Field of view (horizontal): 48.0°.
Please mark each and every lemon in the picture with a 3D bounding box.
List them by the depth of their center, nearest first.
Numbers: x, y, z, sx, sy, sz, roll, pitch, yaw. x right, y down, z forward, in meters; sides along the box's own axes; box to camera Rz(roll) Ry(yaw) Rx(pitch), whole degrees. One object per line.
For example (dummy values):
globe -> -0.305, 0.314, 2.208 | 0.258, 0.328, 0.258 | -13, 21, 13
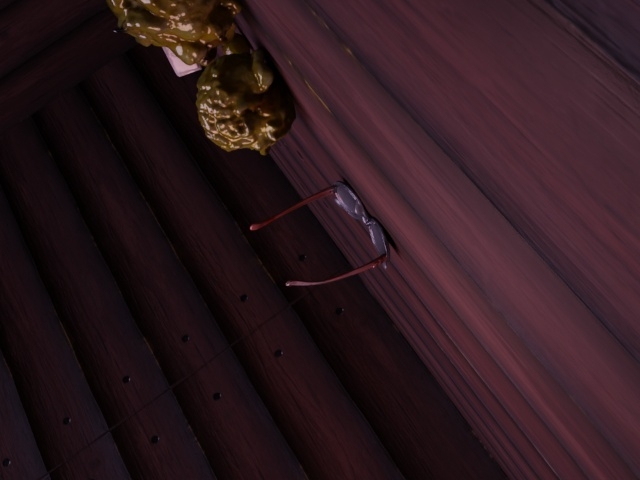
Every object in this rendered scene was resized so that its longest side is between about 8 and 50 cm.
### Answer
lemon -> -0.194, -0.442, 1.658 | 0.083, 0.062, 0.062 | 58, 177, -20

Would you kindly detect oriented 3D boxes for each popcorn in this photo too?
popcorn -> -0.273, -0.455, 1.368 | 0.252, 0.215, 0.286 | 18, -176, -1
popcorn -> -0.156, -0.293, 1.546 | 0.235, 0.217, 0.181 | 50, -154, -21

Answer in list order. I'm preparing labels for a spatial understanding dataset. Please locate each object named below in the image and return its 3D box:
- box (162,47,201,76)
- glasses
box -> -0.354, -0.568, 1.663 | 0.200, 0.065, 0.343 | 67, -173, -53
glasses -> 0.000, 0.000, 1.580 | 0.234, 0.268, 0.118 | 56, 160, 28
